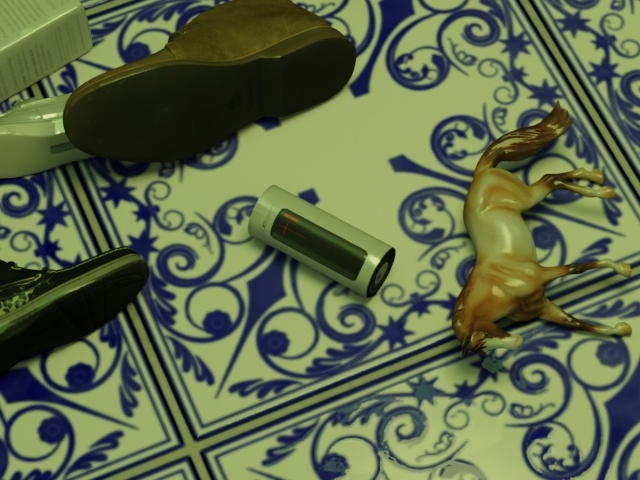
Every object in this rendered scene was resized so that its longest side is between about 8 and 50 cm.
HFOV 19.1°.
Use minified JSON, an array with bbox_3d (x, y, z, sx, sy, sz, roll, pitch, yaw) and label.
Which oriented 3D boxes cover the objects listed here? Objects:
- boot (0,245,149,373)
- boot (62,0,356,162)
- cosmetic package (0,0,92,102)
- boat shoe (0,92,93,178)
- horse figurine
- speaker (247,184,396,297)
[{"bbox_3d":[-0.298,0.024,1.767,0.236,0.085,0.178,-27,61,-14],"label":"boot"},{"bbox_3d":[-0.124,-0.163,1.859,0.305,0.112,0.115,-18,47,-26],"label":"boot"},{"bbox_3d":[-0.356,-0.194,1.896,0.231,0.085,0.117,-32,64,-14],"label":"cosmetic package"},{"bbox_3d":[-0.275,-0.113,1.859,0.184,0.066,0.063,-16,51,-7],"label":"boat shoe"},{"bbox_3d":[0.197,-0.004,1.787,0.174,0.066,0.263,-1,62,-7],"label":"horse figurine"},{"bbox_3d":[0.000,0.000,1.793,0.136,0.055,0.055,29,64,16],"label":"speaker"}]
